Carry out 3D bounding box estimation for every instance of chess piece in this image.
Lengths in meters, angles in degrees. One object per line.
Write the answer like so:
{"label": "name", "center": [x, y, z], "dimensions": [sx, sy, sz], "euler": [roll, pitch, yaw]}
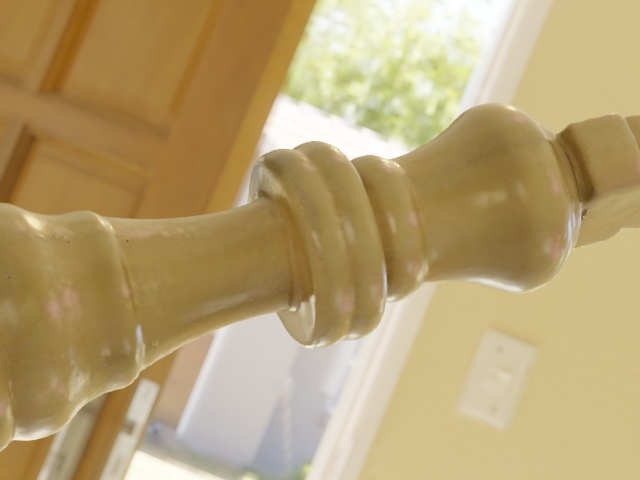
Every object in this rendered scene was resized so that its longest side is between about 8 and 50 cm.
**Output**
{"label": "chess piece", "center": [0.000, 0.000, 0.930], "dimensions": [0.397, 0.117, 0.117], "euler": [-15, 11, -18]}
